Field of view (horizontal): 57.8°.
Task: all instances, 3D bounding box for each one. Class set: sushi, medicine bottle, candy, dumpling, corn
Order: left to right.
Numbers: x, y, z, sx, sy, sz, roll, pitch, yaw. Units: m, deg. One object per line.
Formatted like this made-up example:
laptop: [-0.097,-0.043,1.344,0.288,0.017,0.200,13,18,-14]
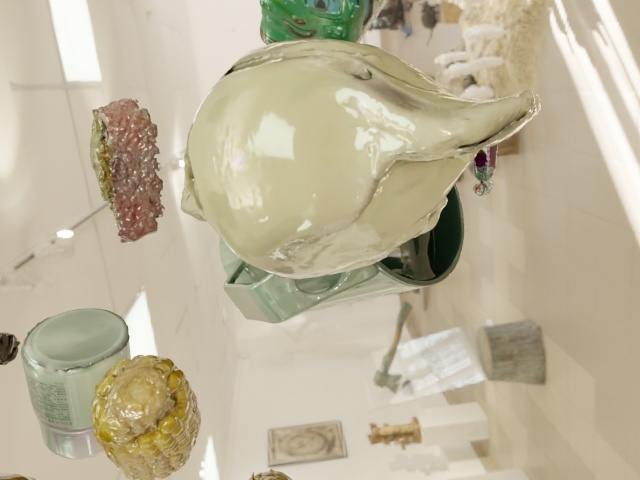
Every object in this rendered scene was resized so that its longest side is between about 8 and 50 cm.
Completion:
medicine bottle: [-0.321,0.194,0.784,0.135,0.135,0.169,-102,14,-60]
sushi: [-0.351,-0.130,1.034,0.161,0.107,0.241,32,129,58]
corn: [-0.156,0.166,0.532,0.262,0.097,0.097,117,148,-62]
dumpling: [0.040,-0.091,0.579,0.395,0.315,0.233,-15,94,53]
candy: [0.287,-0.164,1.004,0.045,0.043,0.175,-1,82,50]

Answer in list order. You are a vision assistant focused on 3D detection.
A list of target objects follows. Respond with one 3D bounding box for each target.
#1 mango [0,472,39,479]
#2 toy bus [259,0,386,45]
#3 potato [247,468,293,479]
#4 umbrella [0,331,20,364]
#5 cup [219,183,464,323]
mango: [-0.442,0.371,0.701,0.166,0.236,0.136,58,176,-2]
toy bus: [0.039,-0.477,0.956,0.344,0.183,0.199,-62,-11,-23]
potato: [-0.139,0.605,1.185,0.141,0.191,0.296,-60,-1,42]
umbrella: [-0.684,0.176,0.953,0.154,0.336,0.128,-63,-26,-56]
cup: [-0.005,-0.024,1.019,0.392,0.400,0.310,-25,76,45]
